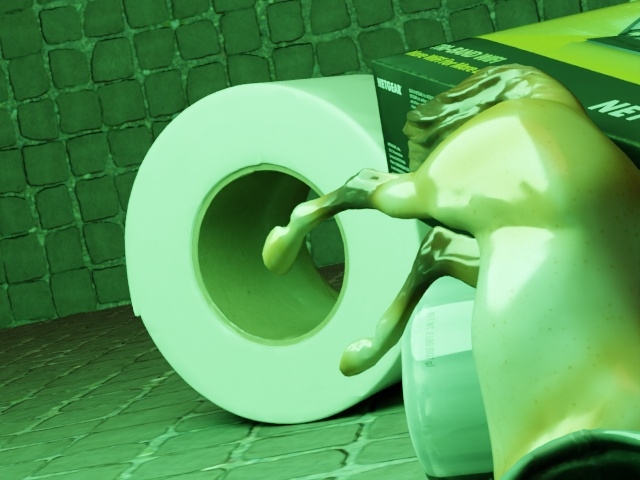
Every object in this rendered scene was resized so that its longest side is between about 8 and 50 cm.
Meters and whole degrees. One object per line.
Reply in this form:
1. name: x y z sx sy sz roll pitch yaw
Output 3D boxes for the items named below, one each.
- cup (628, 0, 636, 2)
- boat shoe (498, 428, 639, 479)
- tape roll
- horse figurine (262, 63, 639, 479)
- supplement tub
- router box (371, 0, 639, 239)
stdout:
1. cup: 0.295 -0.059 0.929 0.237 0.331 0.331 -39 9 -11
2. boat shoe: 0.047 0.104 0.231 0.116 0.099 0.319 -11 3 11
3. tape roll: 0.000 0.000 1.123 0.246 0.246 0.169 -10 3 30
4. horse figurine: 0.061 0.036 0.473 0.066 0.263 0.174 24 -43 -37
5. supplement tub: 0.141 0.056 0.675 0.190 0.117 0.117 -11 3 21
6. router box: 0.188 -0.047 0.623 0.243 0.081 0.309 -14 17 -15
